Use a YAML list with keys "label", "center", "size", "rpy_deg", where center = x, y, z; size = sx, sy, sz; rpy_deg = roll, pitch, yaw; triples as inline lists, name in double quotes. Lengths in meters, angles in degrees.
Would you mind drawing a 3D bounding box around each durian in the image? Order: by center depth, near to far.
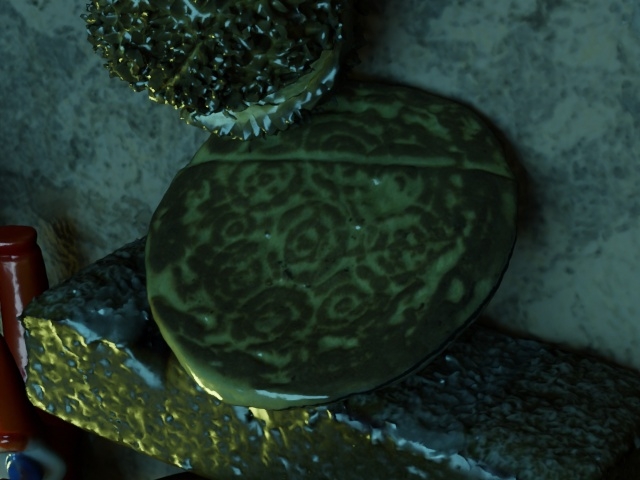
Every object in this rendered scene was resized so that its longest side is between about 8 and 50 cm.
- label: "durian"
  center: [-0.050, -0.161, 0.959]
  size: [0.167, 0.196, 0.196]
  rpy_deg: [17, 115, 9]

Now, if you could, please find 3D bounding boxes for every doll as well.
- label: "doll"
  center: [-0.213, 0.187, 1.189]
  size: [0.099, 0.188, 0.384]
  rpy_deg: [-8, 116, 7]

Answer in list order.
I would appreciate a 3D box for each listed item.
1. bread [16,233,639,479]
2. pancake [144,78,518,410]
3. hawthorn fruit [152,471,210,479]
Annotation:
- label: "bread"
  center: [0.013, 0.102, 1.023]
  size: [0.416, 0.165, 0.113]
  rpy_deg: [16, 119, 25]
- label: "pancake"
  center: [0.000, -0.001, 0.980]
  size: [0.250, 0.250, 0.031]
  rpy_deg: [16, 155, 26]
- label: "hawthorn fruit"
  center: [-0.046, 0.302, 1.047]
  size: [0.325, 0.308, 0.308]
  rpy_deg: [-35, 87, 33]
